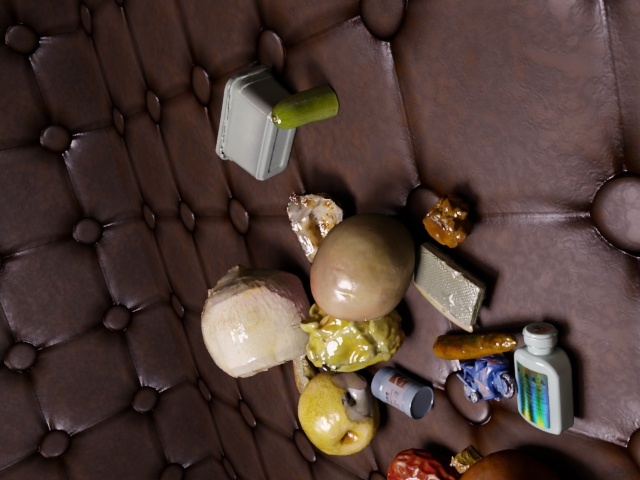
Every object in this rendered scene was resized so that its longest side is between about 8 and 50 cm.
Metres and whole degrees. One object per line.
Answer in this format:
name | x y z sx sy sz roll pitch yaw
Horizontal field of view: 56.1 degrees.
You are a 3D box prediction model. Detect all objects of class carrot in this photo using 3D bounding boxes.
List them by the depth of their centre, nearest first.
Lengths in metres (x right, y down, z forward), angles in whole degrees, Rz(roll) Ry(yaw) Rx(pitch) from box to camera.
carrot | 0.364 0.246 1.408 0.066 0.066 0.314 66 156 3

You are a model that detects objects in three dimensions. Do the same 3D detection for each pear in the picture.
pear | 0.056 0.538 1.904 0.271 0.271 0.271 33 134 42

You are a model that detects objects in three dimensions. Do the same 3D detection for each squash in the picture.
squash | -0.053 -0.348 1.584 0.095 0.188 0.095 36 138 42

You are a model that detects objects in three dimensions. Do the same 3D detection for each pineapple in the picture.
pineapple | 0.414 0.596 1.597 0.114 0.077 0.114 16 157 38

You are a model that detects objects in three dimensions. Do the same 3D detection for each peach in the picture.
peach | 0.100 0.064 1.507 0.247 0.292 0.292 55 149 -12

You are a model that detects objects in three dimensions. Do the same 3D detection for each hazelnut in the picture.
hazelnut | 0.441 0.670 1.346 0.366 0.366 0.365 33 134 42

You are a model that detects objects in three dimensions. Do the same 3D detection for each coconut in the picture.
coconut | -0.218 0.257 2.007 0.405 0.405 0.404 33 134 42

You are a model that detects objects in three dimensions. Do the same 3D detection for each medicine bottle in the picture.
medicine bottle | 0.476 0.289 1.287 0.121 0.083 0.228 24 130 60

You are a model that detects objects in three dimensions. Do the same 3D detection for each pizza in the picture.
pizza | -0.054 0.494 2.200 0.188 0.081 0.204 -112 13 -46

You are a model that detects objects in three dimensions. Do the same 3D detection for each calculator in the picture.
calculator | 0.309 0.108 1.475 0.236 0.033 0.157 43 141 37

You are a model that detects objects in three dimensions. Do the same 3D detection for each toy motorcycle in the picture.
toy motorcycle | 0.393 0.324 1.422 0.205 0.076 0.114 133 133 -65

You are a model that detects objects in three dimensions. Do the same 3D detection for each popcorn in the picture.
popcorn | 0.086 0.257 1.667 0.252 0.287 0.215 49 -157 -36

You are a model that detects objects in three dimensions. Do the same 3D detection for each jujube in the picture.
jujube | 0.325 0.695 1.665 0.290 0.197 0.197 27 131 26

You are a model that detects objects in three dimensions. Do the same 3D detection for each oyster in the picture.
oyster | 0.007 0.002 1.756 0.198 0.133 0.336 30 135 41

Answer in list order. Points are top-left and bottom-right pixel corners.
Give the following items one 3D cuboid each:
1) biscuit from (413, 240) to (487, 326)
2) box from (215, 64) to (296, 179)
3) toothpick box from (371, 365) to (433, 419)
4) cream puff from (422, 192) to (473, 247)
biscuit | 0.298 0.101 1.416 0.199 0.041 0.121 41 139 42
box | -0.179 -0.336 1.802 0.182 0.175 0.311 43 140 21
toothpick box | 0.233 0.431 1.711 0.153 0.101 0.101 18 123 49
cream puff | 0.293 -0.048 1.355 0.116 0.094 0.122 25 151 51
